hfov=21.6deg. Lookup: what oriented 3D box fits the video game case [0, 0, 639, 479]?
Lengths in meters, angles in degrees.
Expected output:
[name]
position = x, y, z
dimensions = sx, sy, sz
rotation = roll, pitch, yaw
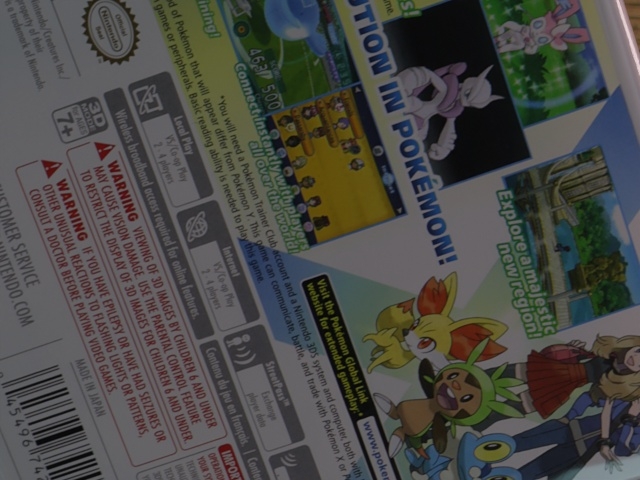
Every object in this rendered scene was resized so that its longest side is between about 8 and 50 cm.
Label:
[video game case]
position = -0.020, -0.026, 0.655
dimensions = 0.299, 0.329, 0.036
rotation = -19, -168, 5
